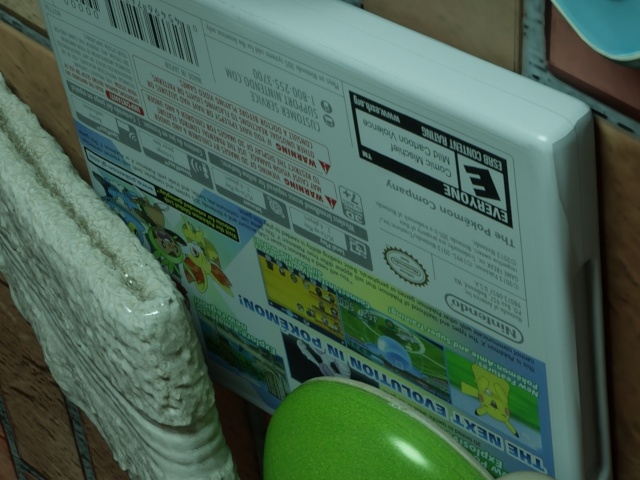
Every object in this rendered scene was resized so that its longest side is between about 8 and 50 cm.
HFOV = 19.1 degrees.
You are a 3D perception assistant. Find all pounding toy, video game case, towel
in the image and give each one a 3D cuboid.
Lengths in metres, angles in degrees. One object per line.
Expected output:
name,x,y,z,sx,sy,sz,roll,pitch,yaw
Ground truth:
pounding toy,0.034,0.177,0.939,0.237,0.110,0.183,14,137,48
video game case,0.000,0.000,0.928,0.329,0.036,0.300,27,144,34
towel,-0.132,0.035,1.064,0.282,0.049,0.187,45,156,46

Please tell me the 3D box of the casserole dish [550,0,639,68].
casserole dish,0.092,-0.131,0.642,0.188,0.037,0.114,54,152,-10
